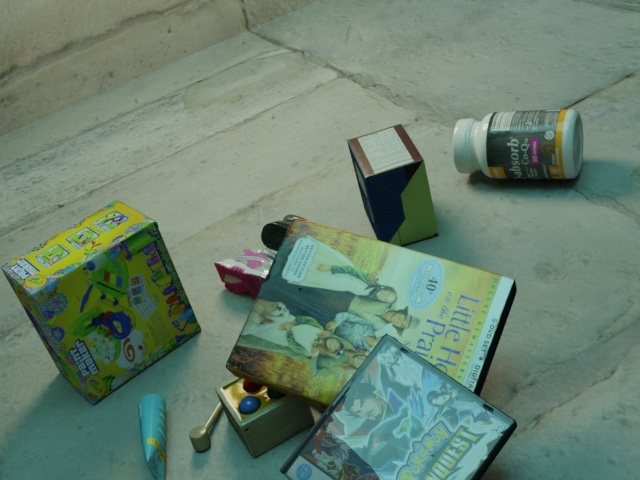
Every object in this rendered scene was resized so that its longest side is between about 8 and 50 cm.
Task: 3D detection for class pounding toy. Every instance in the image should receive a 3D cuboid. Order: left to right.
[{"bbox_3d":[-0.148,0.297,1.489,0.206,0.094,0.181,-27,34,-16],"label":"pounding toy"}]

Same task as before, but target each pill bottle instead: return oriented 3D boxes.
[{"bbox_3d":[0.461,-0.223,1.931,0.278,0.162,0.162,2,37,27],"label":"pill bottle"}]

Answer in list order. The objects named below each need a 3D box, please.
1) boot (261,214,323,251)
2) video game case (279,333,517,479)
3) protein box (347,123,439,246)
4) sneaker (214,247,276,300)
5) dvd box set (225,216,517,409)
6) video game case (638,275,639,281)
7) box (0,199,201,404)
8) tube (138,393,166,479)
[{"bbox_3d":[0.000,0.000,1.869,0.246,0.084,0.161,23,20,17],"label":"boot"},{"bbox_3d":[0.115,0.315,1.249,0.248,0.035,0.275,32,76,29],"label":"video game case"},{"bbox_3d":[0.163,-0.123,1.879,0.135,0.200,0.201,-17,32,0],"label":"protein box"},{"bbox_3d":[-0.121,0.070,1.809,0.111,0.103,0.252,-39,39,-28],"label":"sneaker"},{"bbox_3d":[0.083,0.150,1.401,0.420,0.062,0.308,17,71,24],"label":"dvd box set"},{"bbox_3d":[0.699,0.108,1.331,0.269,0.061,0.244,-18,58,-2],"label":"video game case"},{"bbox_3d":[-0.443,0.123,1.703,0.279,0.290,0.177,-34,36,-27],"label":"box"},{"bbox_3d":[-0.302,0.358,1.490,0.052,0.080,0.207,-23,29,-1],"label":"tube"}]
